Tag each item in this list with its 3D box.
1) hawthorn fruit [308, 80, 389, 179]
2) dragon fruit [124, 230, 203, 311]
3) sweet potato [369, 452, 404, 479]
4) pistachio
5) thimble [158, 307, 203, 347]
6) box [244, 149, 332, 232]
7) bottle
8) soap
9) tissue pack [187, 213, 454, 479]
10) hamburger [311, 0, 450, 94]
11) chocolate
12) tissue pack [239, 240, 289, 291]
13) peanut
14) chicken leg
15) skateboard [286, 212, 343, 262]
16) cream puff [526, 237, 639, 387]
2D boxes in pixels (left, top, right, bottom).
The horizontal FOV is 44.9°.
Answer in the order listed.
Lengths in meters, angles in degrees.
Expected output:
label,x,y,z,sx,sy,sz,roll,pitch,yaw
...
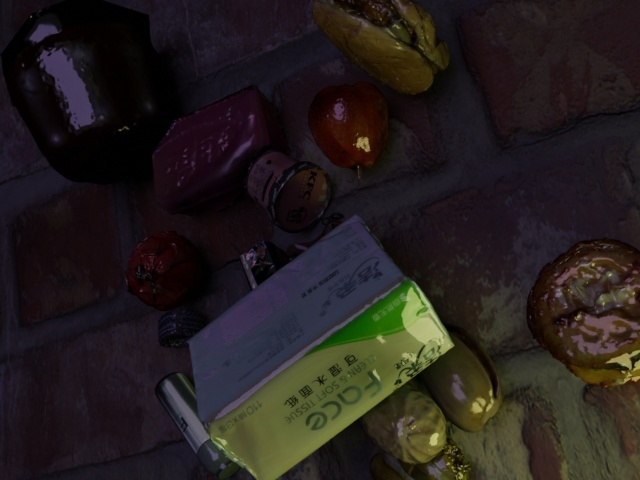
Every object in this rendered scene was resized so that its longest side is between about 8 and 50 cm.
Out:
label,x,y,z,sx,sy,sz,roll,pitch,yaw
hawthorn fruit,0.058,-0.234,1.567,0.173,0.179,0.173,-17,33,12
dragon fruit,-0.343,0.068,1.702,0.172,0.209,0.172,2,114,4
sweet potato,0.133,0.507,1.417,0.081,0.062,0.233,-14,70,27
pistachio,0.242,0.239,1.378,0.131,0.129,0.206,-46,55,23
thimble,-0.308,0.195,1.710,0.104,0.095,0.066,133,137,-53
box,-0.076,-0.110,1.620,0.135,0.151,0.151,34,96,38
bottle,-0.262,0.395,1.649,0.254,0.079,0.096,46,140,29
soap,-0.237,-0.188,1.735,0.324,0.127,0.220,-21,68,24
tissue pack,-0.013,0.180,1.363,0.405,0.205,0.332,-36,25,1
hamburger,0.114,-0.398,1.495,0.145,0.283,0.259,-49,57,1
chocolate,-0.506,-0.307,1.782,0.383,0.383,0.331,-36,70,17
tissue pack,-0.093,0.097,1.603,0.090,0.103,0.170,-29,67,15
peanut,0.123,0.285,1.390,0.298,0.136,0.120,-123,44,-62
chicken leg,0.177,0.376,1.413,0.227,0.088,0.103,32,105,36
skateboard,0.000,0.000,1.607,0.151,0.067,0.080,-25,58,16
cream puff,0.464,0.120,1.264,0.240,0.164,0.240,-12,59,21
